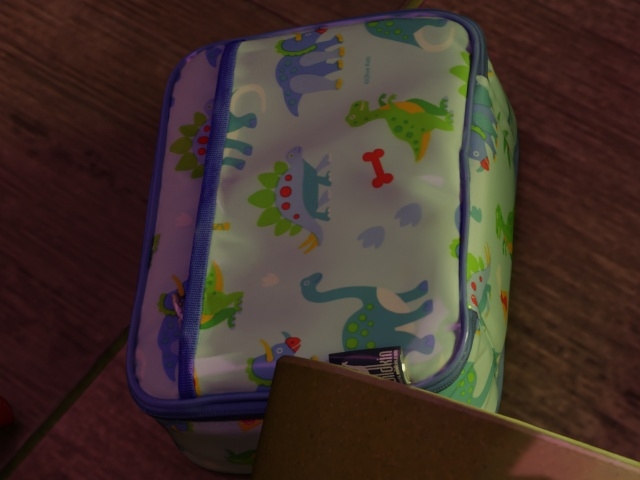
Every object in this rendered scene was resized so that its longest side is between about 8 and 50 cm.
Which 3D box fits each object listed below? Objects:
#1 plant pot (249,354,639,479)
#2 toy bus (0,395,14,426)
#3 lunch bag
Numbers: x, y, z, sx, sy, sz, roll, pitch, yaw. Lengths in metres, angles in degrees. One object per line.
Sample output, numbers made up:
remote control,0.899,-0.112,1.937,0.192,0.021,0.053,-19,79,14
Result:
plant pot,0.063,0.225,0.677,0.274,0.275,0.294,17,82,26
toy bus,-0.253,0.128,0.906,0.191,0.202,0.104,-2,89,9
lunch bag,0.000,0.000,0.916,0.176,0.090,0.219,-4,58,19
